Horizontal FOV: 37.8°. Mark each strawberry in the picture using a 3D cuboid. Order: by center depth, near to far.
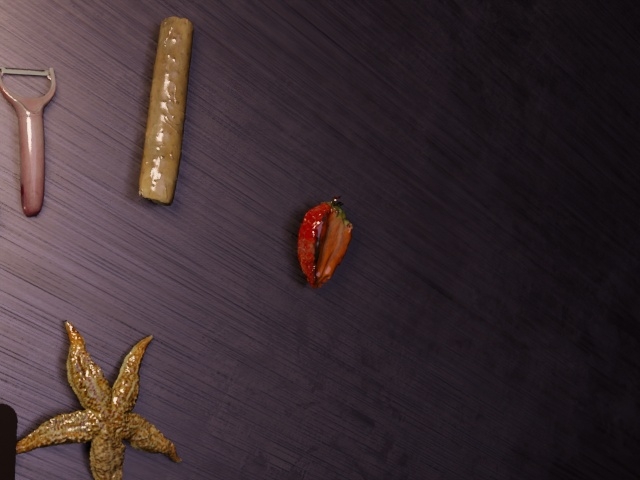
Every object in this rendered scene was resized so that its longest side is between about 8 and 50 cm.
[{"bbox_3d":[0.002,-0.003,2.041,0.140,0.085,0.192,-28,125,-47],"label":"strawberry"}]

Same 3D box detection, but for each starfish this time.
[{"bbox_3d":[-0.390,0.335,1.777,0.358,0.078,0.347,27,71,-31],"label":"starfish"}]

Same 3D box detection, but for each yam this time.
[{"bbox_3d":[-0.302,-0.255,1.847,0.083,0.083,0.371,12,80,-33],"label":"yam"}]

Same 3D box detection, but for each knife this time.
[{"bbox_3d":[-0.537,-0.182,1.703,0.123,0.053,0.277,-3,89,-29],"label":"knife"}]

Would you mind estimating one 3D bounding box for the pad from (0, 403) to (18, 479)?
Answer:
[{"bbox_3d":[-0.673,0.465,1.577,0.315,0.063,0.375,0,97,-48],"label":"pad"}]
